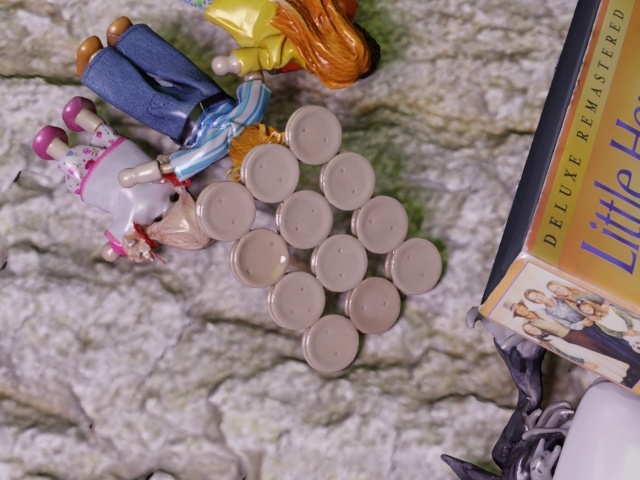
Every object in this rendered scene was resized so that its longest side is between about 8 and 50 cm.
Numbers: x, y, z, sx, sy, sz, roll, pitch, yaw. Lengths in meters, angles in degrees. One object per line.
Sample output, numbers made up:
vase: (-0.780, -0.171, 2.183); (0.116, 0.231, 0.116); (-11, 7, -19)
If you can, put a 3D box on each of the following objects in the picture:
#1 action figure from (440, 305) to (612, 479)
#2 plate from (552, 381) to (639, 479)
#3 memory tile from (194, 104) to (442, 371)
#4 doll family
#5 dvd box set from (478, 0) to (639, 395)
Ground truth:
action figure: (0.163, 0.076, 1.039); (0.164, 0.141, 0.276); (16, 63, 34)
plate: (0.224, 0.245, 0.921); (0.277, 0.045, 0.278); (20, 88, 4)
memory tile: (0.000, 0.000, 1.117); (0.113, 0.012, 0.148); (-43, 110, -15)
doll family: (-0.064, -0.105, 1.169); (0.163, 0.118, 0.263); (35, 71, 21)
dvd box set: (0.311, 0.016, 0.972); (0.420, 0.062, 0.308); (26, 45, -4)
